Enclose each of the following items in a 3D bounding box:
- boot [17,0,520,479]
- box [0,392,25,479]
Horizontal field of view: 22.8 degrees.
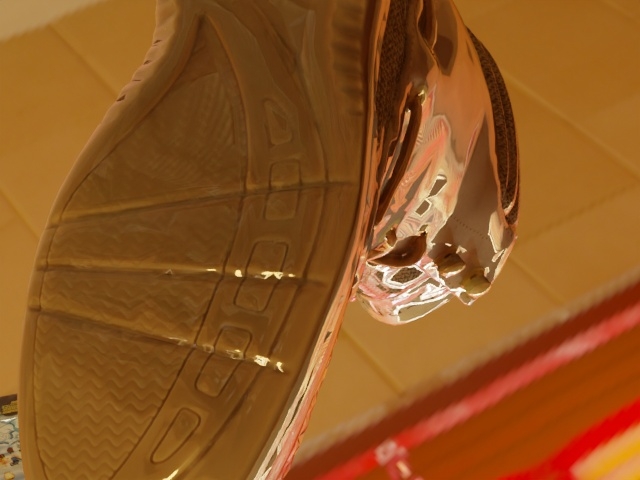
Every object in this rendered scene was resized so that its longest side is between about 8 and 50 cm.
[{"bbox_3d":[0.000,0.000,0.530,0.203,0.095,0.262,54,-138,-59],"label":"boot"},{"bbox_3d":[-0.160,0.132,0.949,0.137,0.027,0.094,-11,-59,11],"label":"box"}]
